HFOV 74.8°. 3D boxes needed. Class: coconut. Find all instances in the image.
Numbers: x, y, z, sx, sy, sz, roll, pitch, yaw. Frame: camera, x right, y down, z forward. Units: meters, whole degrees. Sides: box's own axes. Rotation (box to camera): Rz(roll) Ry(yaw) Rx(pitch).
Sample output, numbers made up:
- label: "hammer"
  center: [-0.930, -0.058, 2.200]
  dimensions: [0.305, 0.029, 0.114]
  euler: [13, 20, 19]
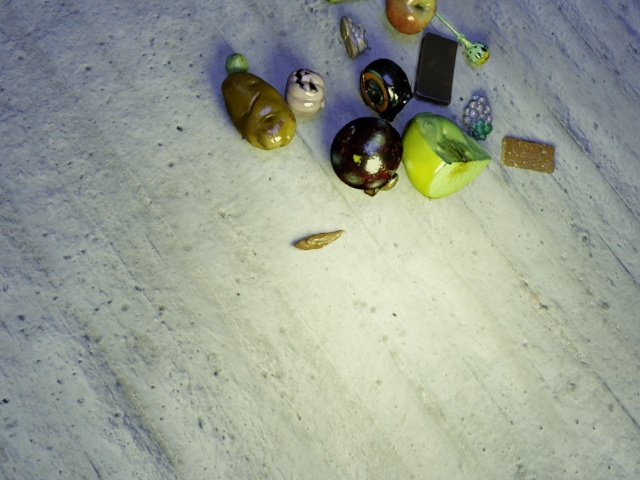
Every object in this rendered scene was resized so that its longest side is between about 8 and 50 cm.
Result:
- label: "coconut"
  center: [-0.322, -0.683, 1.631]
  dimensions: [0.096, 0.088, 0.087]
  euler: [2, 78, 1]

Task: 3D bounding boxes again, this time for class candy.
- label: "candy"
  center: [0.589, -0.857, 1.765]
  dimensions: [0.306, 0.083, 0.091]
  euler: [37, 48, -10]

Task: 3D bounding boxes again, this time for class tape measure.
- label: "tape measure"
  center: [0.248, -0.588, 1.628]
  dimensions: [0.135, 0.202, 0.222]
  euler: [-38, 91, -16]

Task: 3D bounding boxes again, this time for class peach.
- label: "peach"
  center: [0.367, -0.973, 1.725]
  dimensions: [0.233, 0.232, 0.232]
  euler: [1, 79, -7]

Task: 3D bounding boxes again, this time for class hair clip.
- label: "hair clip"
  center: [0.654, -0.510, 1.751]
  dimensions: [0.124, 0.052, 0.195]
  euler: [-9, 88, 0]

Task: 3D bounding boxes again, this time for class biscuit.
- label: "biscuit"
  center: [0.868, -0.356, 1.752]
  dimensions: [0.231, 0.025, 0.130]
  euler: [10, 79, -6]

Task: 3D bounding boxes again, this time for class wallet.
- label: "wallet"
  center: [0.488, -0.723, 1.767]
  dimensions: [0.166, 0.042, 0.308]
  euler: [12, 78, -6]

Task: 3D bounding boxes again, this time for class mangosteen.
- label: "mangosteen"
  center: [0.176, -0.308, 1.538]
  dimensions: [0.289, 0.288, 0.287]
  euler: [1, 79, -7]

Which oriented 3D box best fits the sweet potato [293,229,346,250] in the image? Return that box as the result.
- label: "sweet potato"
  center: [0.000, 0.000, 1.548]
  dimensions: [0.206, 0.068, 0.059]
  euler: [-19, 106, -16]

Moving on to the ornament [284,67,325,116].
- label: "ornament"
  center: [-0.053, -0.560, 1.596]
  dimensions: [0.178, 0.177, 0.177]
  euler: [1, 79, -7]

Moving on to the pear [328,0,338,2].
- label: "pear"
  center: [0.135, -1.123, 1.700]
  dimensions: [0.256, 0.238, 0.163]
  euler: [-10, 74, -8]

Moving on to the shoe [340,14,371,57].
- label: "shoe"
  center: [0.144, -0.847, 1.722]
  dimensions: [0.093, 0.089, 0.179]
  euler: [-18, 84, -10]

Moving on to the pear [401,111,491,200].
- label: "pear"
  center: [0.417, -0.333, 1.579]
  dimensions: [0.343, 0.238, 0.317]
  euler: [-11, 61, -40]

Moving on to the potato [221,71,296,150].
- label: "potato"
  center: [-0.237, -0.487, 1.572]
  dimensions: [0.177, 0.195, 0.369]
  euler: [-23, 70, -47]
